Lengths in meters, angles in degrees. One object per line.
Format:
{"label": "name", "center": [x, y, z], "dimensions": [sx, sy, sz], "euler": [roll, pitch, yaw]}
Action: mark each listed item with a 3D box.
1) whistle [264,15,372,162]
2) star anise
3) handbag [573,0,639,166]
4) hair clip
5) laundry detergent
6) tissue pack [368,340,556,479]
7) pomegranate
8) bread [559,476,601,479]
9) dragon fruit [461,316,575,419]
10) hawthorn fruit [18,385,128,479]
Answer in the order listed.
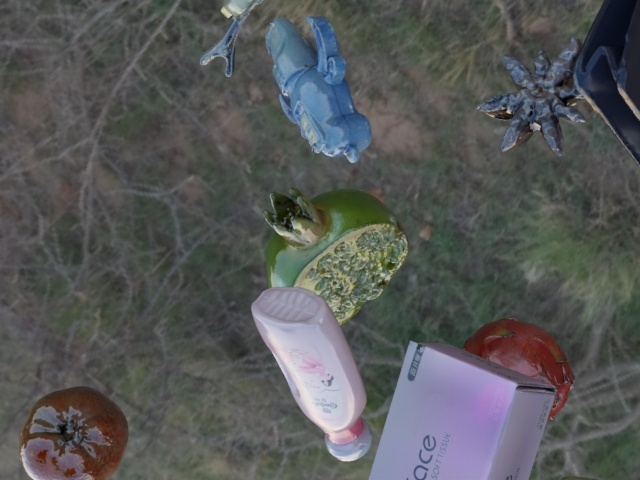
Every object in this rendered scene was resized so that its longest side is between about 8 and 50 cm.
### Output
{"label": "whistle", "center": [-0.009, -0.217, 1.304], "dimensions": [0.269, 0.093, 0.180], "euler": [64, 151, 25]}
{"label": "star anise", "center": [0.398, -0.261, 1.636], "dimensions": [0.229, 0.236, 0.093], "euler": [50, -171, 28]}
{"label": "handbag", "center": [0.536, -0.269, 1.422], "dimensions": [0.118, 0.269, 0.326], "euler": [10, 158, 48]}
{"label": "hair clip", "center": [-0.144, -0.404, 1.597], "dimensions": [0.071, 0.159, 0.218], "euler": [25, 109, -19]}
{"label": "laundry detergent", "center": [0.001, 0.219, 1.421], "dimensions": [0.159, 0.088, 0.335], "euler": [15, 140, 39]}
{"label": "tissue pack", "center": [0.146, 0.249, 0.990], "dimensions": [0.149, 0.246, 0.093], "euler": [18, -178, 42]}
{"label": "pomegranate", "center": [0.000, 0.000, 1.880], "dimensions": [0.358, 0.310, 0.216], "euler": [46, -172, -41]}
{"label": "bread", "center": [0.410, 0.511, 1.351], "dimensions": [0.321, 0.320, 0.237], "euler": [31, 105, 7]}
{"label": "dragon fruit", "center": [0.415, 0.286, 1.940], "dimensions": [0.241, 0.252, 0.240], "euler": [-10, 130, -13]}
{"label": "hawthorn fruit", "center": [-0.482, 0.407, 1.789], "dimensions": [0.211, 0.210, 0.262], "euler": [29, 152, 10]}
